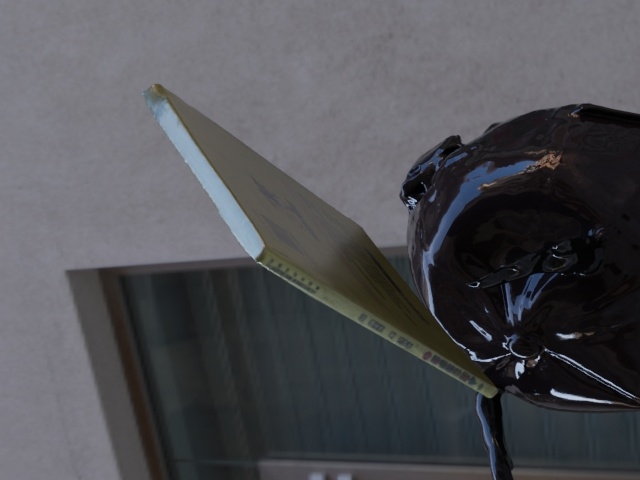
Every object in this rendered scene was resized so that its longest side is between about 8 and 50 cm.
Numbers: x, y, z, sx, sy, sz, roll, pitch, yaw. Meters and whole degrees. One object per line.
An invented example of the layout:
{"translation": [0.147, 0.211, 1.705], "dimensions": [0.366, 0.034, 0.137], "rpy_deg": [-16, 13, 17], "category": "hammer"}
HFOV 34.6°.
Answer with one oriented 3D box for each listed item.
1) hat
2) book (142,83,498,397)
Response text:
{"translation": [0.204, 0.058, 0.698], "dimensions": [0.238, 0.336, 0.209], "rpy_deg": [110, 179, -53], "category": "hat"}
{"translation": [0.000, 0.000, 0.548], "dimensions": [0.192, 0.013, 0.168], "rpy_deg": [33, -168, -41], "category": "book"}
